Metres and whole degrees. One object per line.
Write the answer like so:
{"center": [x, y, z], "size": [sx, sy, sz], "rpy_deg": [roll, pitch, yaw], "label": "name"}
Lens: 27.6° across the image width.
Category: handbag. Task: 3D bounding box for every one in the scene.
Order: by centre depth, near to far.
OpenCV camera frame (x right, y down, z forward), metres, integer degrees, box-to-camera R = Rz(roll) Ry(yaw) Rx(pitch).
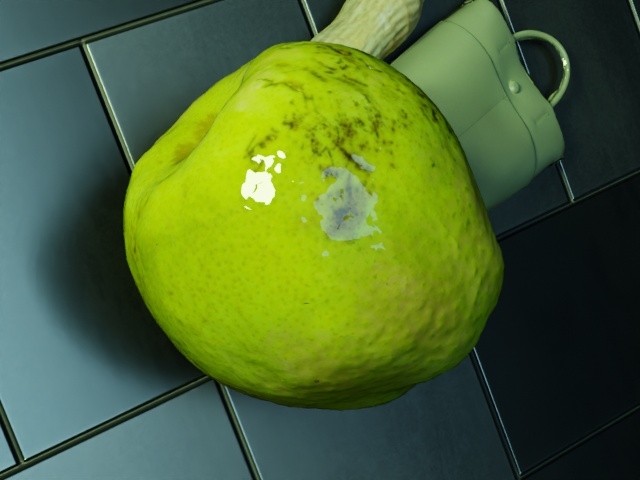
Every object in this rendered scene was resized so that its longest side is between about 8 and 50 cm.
{"center": [0.197, -0.166, 1.609], "size": [0.315, 0.109, 0.241], "rpy_deg": [-39, 105, -39], "label": "handbag"}

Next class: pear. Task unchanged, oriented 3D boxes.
{"center": [0.000, 0.000, 1.316], "size": [0.391, 0.391, 0.391], "rpy_deg": [3, 84, -28], "label": "pear"}

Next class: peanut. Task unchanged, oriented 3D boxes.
{"center": [0.049, -0.240, 1.515], "size": [0.087, 0.087, 0.207], "rpy_deg": [46, 67, -17], "label": "peanut"}
